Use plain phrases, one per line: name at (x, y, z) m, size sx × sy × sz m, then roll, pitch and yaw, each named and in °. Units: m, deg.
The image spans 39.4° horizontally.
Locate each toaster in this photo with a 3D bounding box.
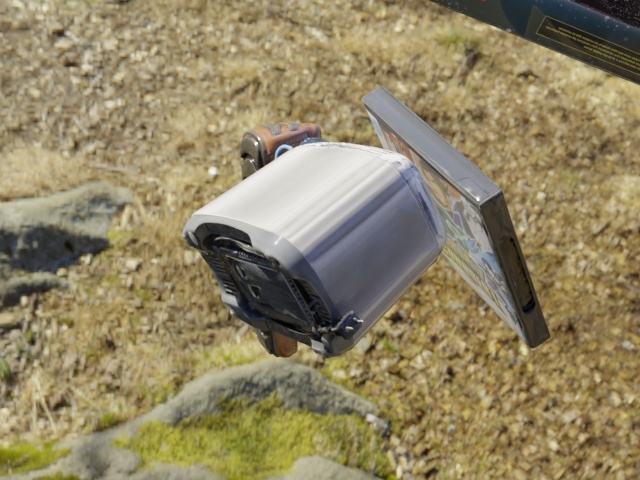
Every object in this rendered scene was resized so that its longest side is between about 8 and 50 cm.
toaster at (0.000, 0.000, 0.747) m, size 0.146 × 0.129 × 0.227 m, roll -41°, pitch 27°, yaw -23°

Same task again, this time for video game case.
video game case at (0.160, -0.031, 1.072) m, size 0.035 × 0.248 × 0.275 m, roll -32°, pitch 41°, yaw -4°

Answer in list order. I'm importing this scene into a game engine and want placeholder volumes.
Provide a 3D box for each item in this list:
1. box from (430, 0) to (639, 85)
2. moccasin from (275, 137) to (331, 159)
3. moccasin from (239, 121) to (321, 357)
box at (0.103, -0.192, 0.448) m, size 0.233 × 0.159 × 0.044 m, roll 19°, pitch 32°, yaw -11°
moccasin at (-0.036, -0.016, 1.045) m, size 0.117 × 0.342 × 0.138 m, roll 37°, pitch 66°, yaw 15°
moccasin at (-0.049, 0.004, 1.382) m, size 0.147 × 0.380 × 0.139 m, roll -8°, pitch 18°, yaw -26°
